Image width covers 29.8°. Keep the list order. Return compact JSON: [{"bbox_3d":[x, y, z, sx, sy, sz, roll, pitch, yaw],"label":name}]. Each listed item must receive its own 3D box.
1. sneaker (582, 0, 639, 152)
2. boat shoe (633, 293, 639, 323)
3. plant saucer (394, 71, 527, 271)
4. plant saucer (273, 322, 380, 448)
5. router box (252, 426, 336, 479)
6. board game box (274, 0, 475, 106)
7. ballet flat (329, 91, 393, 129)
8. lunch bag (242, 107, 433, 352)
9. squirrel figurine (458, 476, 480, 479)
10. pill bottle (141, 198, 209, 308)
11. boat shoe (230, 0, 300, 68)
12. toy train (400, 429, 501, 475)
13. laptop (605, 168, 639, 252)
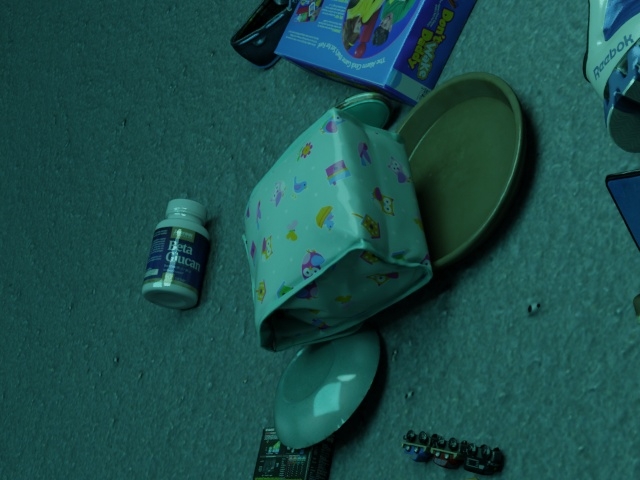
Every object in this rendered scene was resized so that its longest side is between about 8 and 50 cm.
[{"bbox_3d":[0.379,-0.266,1.283,0.315,0.127,0.182,-52,37,22],"label":"sneaker"},{"bbox_3d":[0.408,0.077,1.075,0.257,0.095,0.095,-10,95,50],"label":"boat shoe"},{"bbox_3d":[0.166,-0.083,1.548,0.278,0.041,0.278,-33,45,41],"label":"plant saucer"},{"bbox_3d":[-0.004,0.179,1.579,0.195,0.037,0.195,-37,29,25],"label":"plant saucer"},{"bbox_3d":[-0.037,0.293,1.591,0.122,0.038,0.092,-14,59,50],"label":"router box"},{"bbox_3d":[0.084,-0.345,1.802,0.347,0.078,0.233,30,95,57],"label":"board game box"},{"bbox_3d":[0.023,-0.157,1.782,0.221,0.077,0.079,-43,19,31],"label":"ballet flat"},{"bbox_3d":[0.000,0.000,1.553,0.262,0.160,0.223,-38,48,37],"label":"lunch bag"},{"bbox_3d":[0.088,0.470,1.017,0.370,0.281,0.397,-32,65,-5],"label":"squirrel figurine"},{"bbox_3d":[-0.236,0.021,2.003,0.094,0.094,0.169,-20,54,48],"label":"pill bottle"},{"bbox_3d":[-0.056,-0.404,2.030,0.258,0.089,0.109,-55,34,16],"label":"boat shoe"},{"bbox_3d":[0.147,0.243,1.375,0.158,0.027,0.036,1,81,55],"label":"toy train"},{"bbox_3d":[0.393,0.159,0.883,0.382,0.236,0.408,-8,63,54],"label":"laptop"}]
